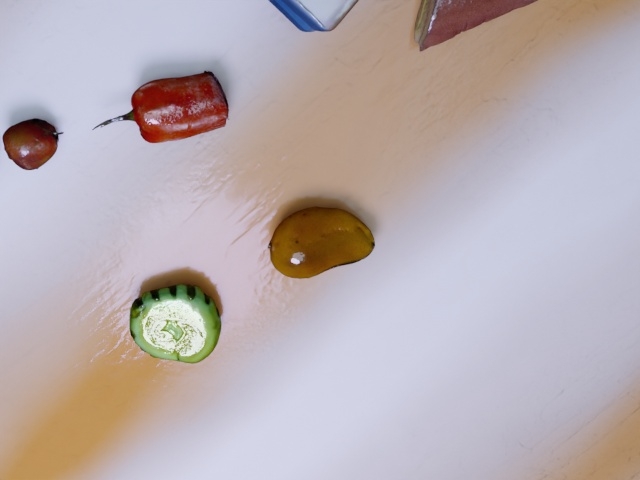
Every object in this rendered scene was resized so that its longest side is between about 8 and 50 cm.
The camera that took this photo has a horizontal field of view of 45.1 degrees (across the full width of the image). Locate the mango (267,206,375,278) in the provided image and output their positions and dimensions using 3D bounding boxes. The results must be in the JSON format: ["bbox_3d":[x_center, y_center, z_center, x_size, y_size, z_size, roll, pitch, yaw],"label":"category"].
[{"bbox_3d":[-0.002,0.000,1.178,0.159,0.084,0.105,-11,91,-23],"label":"mango"}]

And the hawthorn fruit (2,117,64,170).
[{"bbox_3d":[-0.415,-0.140,1.103,0.077,0.077,0.077,-1,106,-5],"label":"hawthorn fruit"}]

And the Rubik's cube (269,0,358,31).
[{"bbox_3d":[-0.019,-0.482,0.904,0.347,0.344,0.346,42,97,-13],"label":"Rubik's cube"}]

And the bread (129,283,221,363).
[{"bbox_3d":[-0.224,0.128,1.193,0.139,0.071,0.129,-7,109,-5],"label":"bread"}]

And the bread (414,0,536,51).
[{"bbox_3d":[0.209,-0.361,1.101,0.192,0.067,0.119,-25,106,2],"label":"bread"}]

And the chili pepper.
[{"bbox_3d":[-0.231,-0.184,1.099,0.192,0.086,0.084,-16,135,-10],"label":"chili pepper"}]
